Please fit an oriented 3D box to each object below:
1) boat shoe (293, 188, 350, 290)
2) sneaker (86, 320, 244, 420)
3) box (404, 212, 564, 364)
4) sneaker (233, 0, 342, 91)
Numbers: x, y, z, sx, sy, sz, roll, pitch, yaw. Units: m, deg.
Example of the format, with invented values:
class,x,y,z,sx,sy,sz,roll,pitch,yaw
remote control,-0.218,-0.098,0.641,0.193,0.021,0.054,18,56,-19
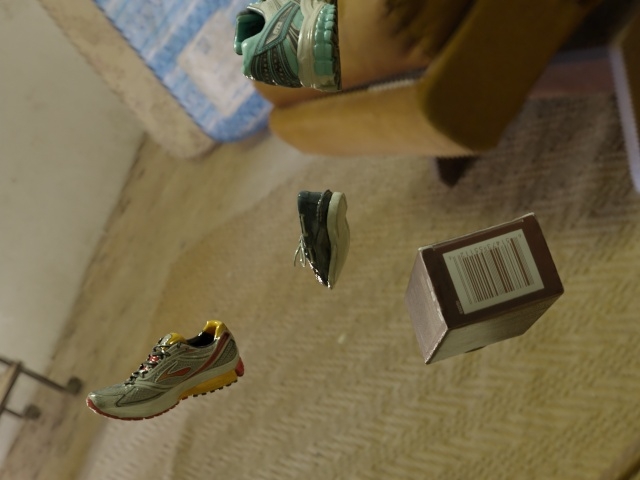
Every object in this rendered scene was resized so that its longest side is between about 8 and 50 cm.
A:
class,x,y,z,sx,sy,sz,roll,pitch,yaw
boat shoe,0.000,0.000,1.946,0.254,0.079,0.095,83,-157,-62
sneaker,-0.214,0.173,1.571,0.225,0.093,0.088,-22,19,-32
box,0.253,0.087,1.885,0.381,0.191,0.143,89,163,-74
sneaker,-0.040,-0.259,1.352,0.283,0.122,0.110,-91,-1,-62
